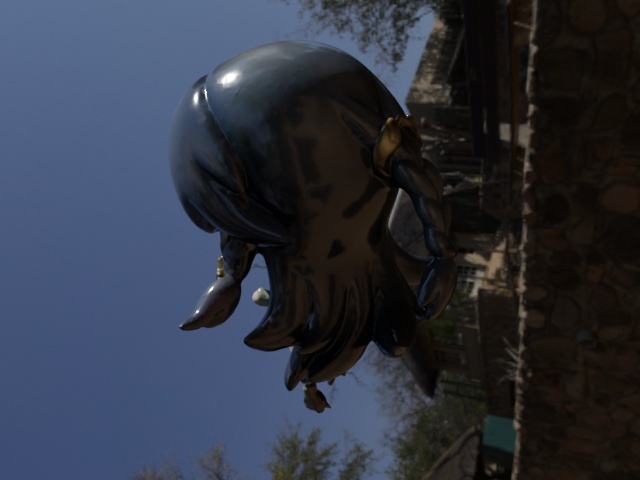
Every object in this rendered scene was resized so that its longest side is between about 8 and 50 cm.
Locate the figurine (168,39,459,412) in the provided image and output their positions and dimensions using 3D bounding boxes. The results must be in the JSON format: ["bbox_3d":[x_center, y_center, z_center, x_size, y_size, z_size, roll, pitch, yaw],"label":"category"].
[{"bbox_3d":[-0.002,-0.015,0.434,0.265,0.197,0.175,52,-168,-12],"label":"figurine"}]
